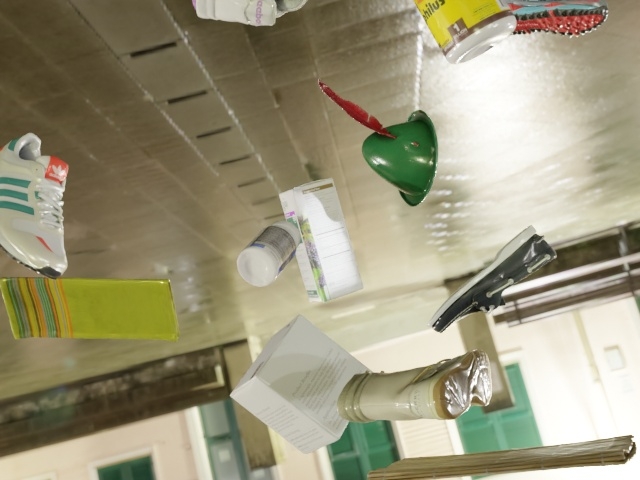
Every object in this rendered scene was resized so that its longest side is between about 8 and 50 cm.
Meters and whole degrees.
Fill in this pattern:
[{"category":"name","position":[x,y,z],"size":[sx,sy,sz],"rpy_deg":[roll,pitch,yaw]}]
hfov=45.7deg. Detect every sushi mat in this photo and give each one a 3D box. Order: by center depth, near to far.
[{"category":"sushi mat","position":[0.230,0.277,0.959],"size":[0.317,0.019,0.151],"rpy_deg":[-13,168,23]}]

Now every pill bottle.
[{"category":"pill bottle","position":[0.196,-0.384,1.145],"size":[0.117,0.214,0.117],"rpy_deg":[-28,176,-2]},{"category":"pill bottle","position":[-0.090,0.020,1.378],"size":[0.078,0.078,0.137],"rpy_deg":[-22,-164,29]}]

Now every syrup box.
[{"category":"syrup box","position":[0.000,0.000,1.544],"size":[0.096,0.236,0.093],"rpy_deg":[-18,-177,-21]}]

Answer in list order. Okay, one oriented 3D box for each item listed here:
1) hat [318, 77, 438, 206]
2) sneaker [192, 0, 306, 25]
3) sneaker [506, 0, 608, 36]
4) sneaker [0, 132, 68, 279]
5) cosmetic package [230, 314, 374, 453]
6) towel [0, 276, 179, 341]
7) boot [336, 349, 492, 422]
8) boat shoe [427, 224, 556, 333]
[{"category":"hat","position":[0.088,-0.162,1.363],"size":[0.184,0.208,0.172],"rpy_deg":[4,121,-17]},{"category":"sneaker","position":[-0.071,-0.400,1.152],"size":[0.152,0.305,0.114],"rpy_deg":[18,135,10]},{"category":"sneaker","position":[0.471,-0.499,1.567],"size":[0.262,0.125,0.104],"rpy_deg":[16,177,42]},{"category":"sneaker","position":[-0.259,-0.038,0.689],"size":[0.075,0.161,0.057],"rpy_deg":[-43,146,4]},{"category":"cosmetic package","position":[-0.033,0.263,1.380],"size":[0.151,0.184,0.151],"rpy_deg":[-53,-176,-35]},{"category":"towel","position":[-0.315,0.095,1.039],"size":[0.237,0.102,0.021],"rpy_deg":[0,-147,6]},{"category":"boot","position":[0.135,0.202,1.042],"size":[0.165,0.077,0.213],"rpy_deg":[-12,176,31]},{"category":"boat shoe","position":[0.354,0.099,1.571],"size":[0.302,0.091,0.114],"rpy_deg":[-44,172,8]}]
